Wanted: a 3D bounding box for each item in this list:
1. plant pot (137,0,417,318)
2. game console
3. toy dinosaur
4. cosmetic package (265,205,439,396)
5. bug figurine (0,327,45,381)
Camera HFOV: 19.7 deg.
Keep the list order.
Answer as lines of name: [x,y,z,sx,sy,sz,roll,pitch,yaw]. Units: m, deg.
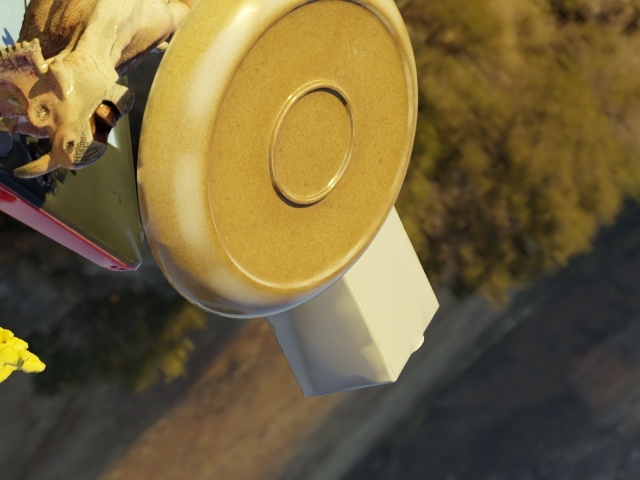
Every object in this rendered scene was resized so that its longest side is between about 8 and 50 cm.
plant pot: [-0.013,-0.062,1.118,0.236,0.032,0.236,-21,120,-43]
game console: [-0.251,-0.196,1.465,0.060,0.387,0.342,-20,152,24]
toy dinosaur: [-0.164,-0.134,1.242,0.200,0.127,0.295,-57,-175,-4]
cosmetic package: [0.000,0.000,1.563,0.107,0.238,0.127,-10,-156,29]
bug figurine: [-0.257,0.017,0.893,0.072,0.279,0.216,-56,-159,-10]
